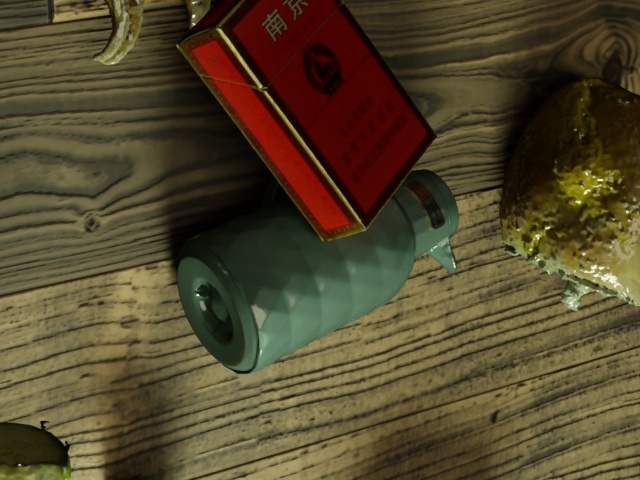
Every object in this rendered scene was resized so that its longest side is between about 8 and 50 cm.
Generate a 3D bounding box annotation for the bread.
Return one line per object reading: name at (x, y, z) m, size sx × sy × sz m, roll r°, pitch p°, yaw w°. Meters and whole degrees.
bread at (0.298, -0.045, 1.989) m, size 0.176 × 0.195 × 0.246 m, roll 15°, pitch 98°, yaw -44°

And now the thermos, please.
thermos at (0.000, 0.000, 1.831) m, size 0.286 × 0.145 × 0.182 m, roll -27°, pitch 89°, yaw -28°

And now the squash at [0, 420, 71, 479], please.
squash at (-0.317, 0.312, 1.716) m, size 0.203 × 0.111 × 0.288 m, roll 0°, pitch 108°, yaw 4°

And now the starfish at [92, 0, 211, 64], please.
starfish at (-0.160, -0.323, 1.597) m, size 0.327 × 0.094 × 0.375 m, roll -47°, pitch 142°, yaw -4°

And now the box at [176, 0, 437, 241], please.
box at (-0.008, -0.139, 1.729) m, size 0.240 × 0.074 × 0.153 m, roll 53°, pitch 54°, yaw -18°
